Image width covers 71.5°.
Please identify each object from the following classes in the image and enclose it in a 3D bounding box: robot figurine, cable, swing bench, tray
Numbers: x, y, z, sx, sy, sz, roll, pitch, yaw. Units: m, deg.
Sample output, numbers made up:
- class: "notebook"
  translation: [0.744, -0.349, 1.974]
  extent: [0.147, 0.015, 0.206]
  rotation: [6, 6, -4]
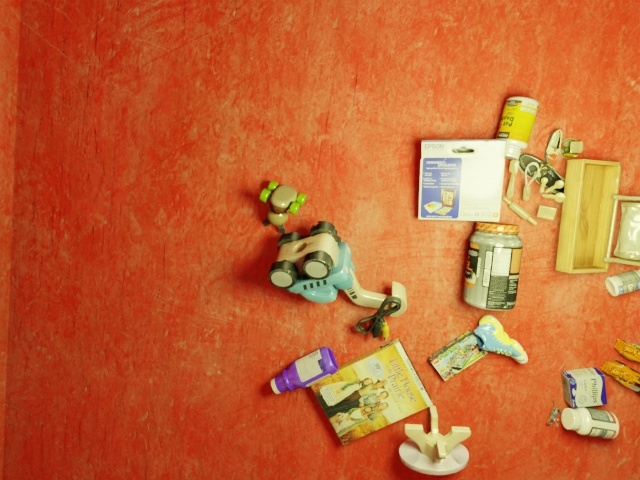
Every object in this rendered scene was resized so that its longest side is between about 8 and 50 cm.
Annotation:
- class: "robot figurine"
  translation: [1.271, 0.513, 1.736]
  extent: [0.291, 0.085, 0.211]
  rotation: [24, 99, 2]
- class: "cable"
  translation: [0.227, 0.295, 1.746]
  extent: [0.139, 0.072, 0.287]
  rotation: [20, 131, 7]
- class: "swing bench"
  translation: [1.199, -0.032, 1.625]
  extent: [0.255, 0.165, 0.253]
  rotation: [2, 97, -29]
- class: "tray"
  translation: [0.996, -0.088, 1.657]
  extent: [0.203, 0.076, 0.411]
  rotation: [0, 98, -22]

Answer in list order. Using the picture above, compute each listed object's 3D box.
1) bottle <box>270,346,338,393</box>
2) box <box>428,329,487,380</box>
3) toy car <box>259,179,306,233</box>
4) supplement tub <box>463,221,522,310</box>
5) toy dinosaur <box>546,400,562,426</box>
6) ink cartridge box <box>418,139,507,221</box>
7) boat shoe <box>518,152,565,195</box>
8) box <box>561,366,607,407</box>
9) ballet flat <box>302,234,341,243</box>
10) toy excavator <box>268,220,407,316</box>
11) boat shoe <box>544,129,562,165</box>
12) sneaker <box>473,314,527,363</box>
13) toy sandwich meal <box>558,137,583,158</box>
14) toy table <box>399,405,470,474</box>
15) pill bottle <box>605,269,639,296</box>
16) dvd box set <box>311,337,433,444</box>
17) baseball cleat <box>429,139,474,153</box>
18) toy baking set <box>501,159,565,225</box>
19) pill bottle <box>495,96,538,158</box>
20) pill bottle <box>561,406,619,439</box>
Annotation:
- class: "bottle"
  translation: [-0.070, 0.548, 1.845]
  extent: [0.283, 0.092, 0.118]
  rotation: [-29, 51, 7]
- class: "box"
  translation: [0.559, 0.469, 1.818]
  extent: [0.207, 0.036, 0.114]
  rotation: [-37, 92, 8]
- class: "toy car"
  translation: [-0.165, -0.117, 1.787]
  extent: [0.155, 0.149, 0.188]
  rotation: [24, 127, 5]
- class: "supplement tub"
  translation: [0.653, 0.092, 1.685]
  extent: [0.193, 0.193, 0.316]
  rotation: [5, 97, 4]
- class: "toy dinosaur"
  translation: [0.952, 0.718, 1.824]
  extent: [0.082, 0.047, 0.090]
  rotation: [-43, 54, 21]
- class: "ink cartridge box"
  translation: [0.530, -0.227, 1.686]
  extent: [0.303, 0.072, 0.307]
  rotation: [3, 105, 12]
- class: "boat shoe"
  translation: [0.847, -0.254, 1.688]
  extent: [0.228, 0.068, 0.081]
  rotation: [38, 98, 0]
- class: "box"
  translation: [1.049, 0.585, 1.771]
  extent: [0.137, 0.072, 0.126]
  rotation: [-9, 97, 6]
- class: "ballet flat"
  translation: [0.000, 0.000, 1.815]
  extent: [0.173, 0.049, 0.057]
  rotation: [-1, 67, 1]
- class: "toy excavator"
  translation: [0.077, 0.152, 1.743]
  extent: [0.433, 0.222, 0.445]
  rotation: [-16, 127, 21]
- class: "boat shoe"
  translation: [0.885, -0.351, 1.686]
  extent: [0.049, 0.043, 0.137]
  rotation: [8, 99, 2]
- class: "sneaker"
  translation: [0.701, 0.417, 1.764]
  extent: [0.126, 0.091, 0.240]
  rotation: [-40, 82, -8]
- class: "toy sandwich meal"
  translation: [0.950, -0.350, 1.687]
  extent: [0.085, 0.029, 0.085]
  rotation: [1, 97, 5]
- class: "toy table"
  translation: [0.457, 0.810, 1.779]
  extent: [0.274, 0.252, 0.161]
  rotation: [-4, 113, -6]
- class: "pill bottle"
  translation: [1.180, 0.159, 1.704]
  extent: [0.137, 0.078, 0.078]
  rotation: [-18, 95, 7]
- class: "dvd box set"
  translation: [0.210, 0.633, 1.857]
  extent: [0.420, 0.062, 0.307]
  rotation: [-27, 94, 8]
- class: "baseball cleat"
  translation: [0.510, -0.329, 1.709]
  extent: [0.206, 0.072, 0.109]
  rotation: [5, 104, 8]
- class: "toy baking set"
  translation: [0.796, -0.183, 1.685]
  extent: [0.256, 0.030, 0.197]
  rotation: [39, 122, 13]
- class: "pill bottle"
  translation: [0.723, -0.415, 1.655]
  extent: [0.117, 0.117, 0.215]
  rotation: [13, 97, 3]
- class: "pill bottle"
  translation: [1.060, 0.717, 1.758]
  extent: [0.180, 0.108, 0.108]
  rotation: [11, 98, -4]
